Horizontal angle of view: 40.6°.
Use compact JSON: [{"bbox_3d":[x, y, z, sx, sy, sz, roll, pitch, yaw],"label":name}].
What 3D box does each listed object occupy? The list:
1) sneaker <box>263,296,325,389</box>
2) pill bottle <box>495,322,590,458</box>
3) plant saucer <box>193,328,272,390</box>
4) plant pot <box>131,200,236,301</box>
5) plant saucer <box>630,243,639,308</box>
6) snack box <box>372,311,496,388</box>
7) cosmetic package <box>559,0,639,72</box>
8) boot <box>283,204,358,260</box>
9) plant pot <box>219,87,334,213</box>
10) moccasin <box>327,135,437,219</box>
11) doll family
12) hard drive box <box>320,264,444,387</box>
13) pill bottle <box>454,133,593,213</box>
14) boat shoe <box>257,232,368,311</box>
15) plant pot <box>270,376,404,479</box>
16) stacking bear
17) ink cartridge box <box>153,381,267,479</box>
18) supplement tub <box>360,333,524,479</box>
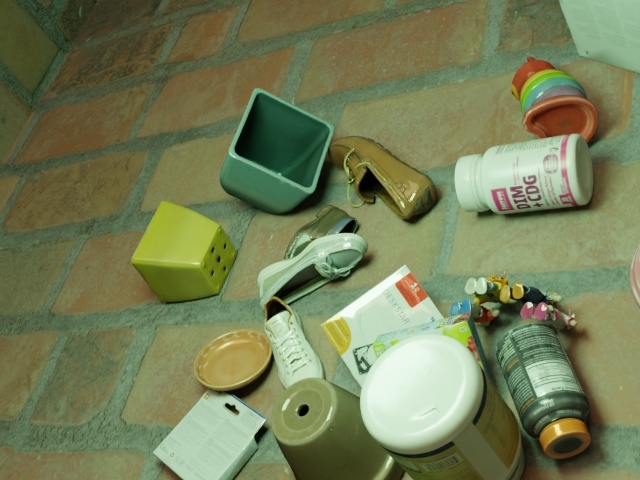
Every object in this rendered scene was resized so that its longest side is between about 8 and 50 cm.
[{"bbox_3d":[-0.080,0.250,2.039,0.106,0.123,0.290,-32,43,4],"label":"sneaker"},{"bbox_3d":[0.427,0.287,1.640,0.130,0.130,0.246,-26,43,14],"label":"pill bottle"},{"bbox_3d":[-0.210,0.297,2.118,0.199,0.037,0.200,-12,35,8],"label":"plant saucer"},{"bbox_3d":[-0.356,0.042,2.374,0.187,0.212,0.212,8,57,23],"label":"plant pot"},{"bbox_3d":[0.762,0.040,1.663,0.332,0.084,0.332,-19,44,20],"label":"plant saucer"},{"bbox_3d":[0.232,0.258,1.765,0.207,0.175,0.070,-18,8,21],"label":"snack box"},{"bbox_3d":[0.740,-0.523,2.035,0.097,0.284,0.377,-44,42,-10],"label":"cosmetic package"},{"bbox_3d":[0.000,0.000,2.238,0.106,0.082,0.219,21,65,47],"label":"boot"},{"bbox_3d":[-0.145,-0.217,2.398,0.252,0.247,0.247,-47,21,55],"label":"plant pot"},{"bbox_3d":[0.136,-0.160,2.259,0.147,0.139,0.380,-38,50,-14],"label":"moccasin"},{"bbox_3d":[0.406,0.118,1.793,0.263,0.163,0.118,0,78,39],"label":"doll family"},{"bbox_3d":[0.147,0.195,1.894,0.232,0.089,0.181,-36,73,2],"label":"hard drive box"},{"bbox_3d":[0.464,-0.145,1.982,0.283,0.160,0.160,-7,50,32],"label":"pill bottle"},{"bbox_3d":[-0.020,0.081,2.160,0.320,0.118,0.103,-24,49,22],"label":"boat shoe"},{"bbox_3d":[0.014,0.396,1.759,0.263,0.229,0.263,-20,44,21],"label":"plant pot"},{"bbox_3d":[0.552,-0.345,2.113,0.164,0.175,0.289,-28,35,14],"label":"stacking bear"},{"bbox_3d":[-0.251,0.466,2.019,0.223,0.045,0.224,24,67,45],"label":"ink cartridge box"},{"bbox_3d":[0.233,0.341,1.585,0.228,0.316,0.228,-19,44,20],"label":"supplement tub"}]
